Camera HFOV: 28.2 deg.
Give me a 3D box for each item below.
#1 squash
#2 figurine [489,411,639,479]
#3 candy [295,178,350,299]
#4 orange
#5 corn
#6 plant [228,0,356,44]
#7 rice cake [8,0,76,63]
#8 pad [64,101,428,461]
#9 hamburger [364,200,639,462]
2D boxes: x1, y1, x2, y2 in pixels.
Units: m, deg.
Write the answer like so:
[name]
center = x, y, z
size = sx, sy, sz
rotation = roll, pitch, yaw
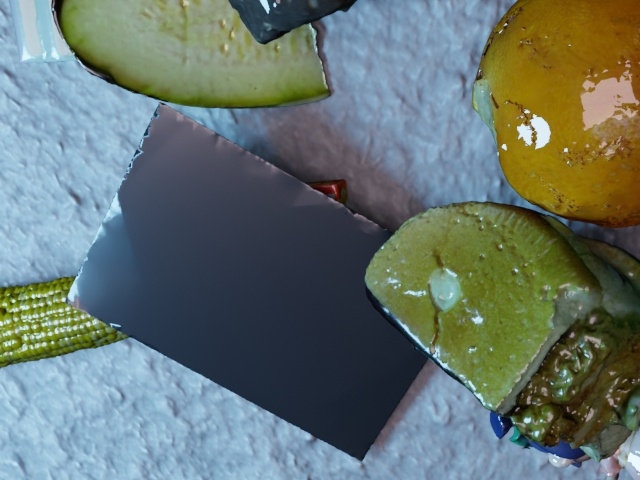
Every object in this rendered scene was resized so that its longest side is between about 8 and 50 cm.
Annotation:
[squash]
center = -0.132, -0.220, 1.267
size = 0.204, 0.155, 0.237
rotation = -18, 94, 20
[figurine]
center = 0.271, 0.179, 1.258
size = 0.195, 0.102, 0.112
rotation = 20, 72, 15
[candy]
center = 0.000, 0.000, 1.329
size = 0.062, 0.038, 0.122
rotation = -4, 100, 16
[orange]
center = 0.256, -0.129, 1.130
size = 0.239, 0.240, 0.240
rotation = 3, 102, 15
[corn]
center = -0.338, 0.095, 1.419
size = 0.319, 0.097, 0.097
rotation = -11, 97, 16
[plant]
center = -0.048, -0.359, 1.192
size = 0.181, 0.194, 0.321
rotation = -12, 105, 52
[rice cake]
center = -0.304, -0.296, 1.356
size = 0.080, 0.042, 0.222
rotation = -6, 100, 15
[pad]
center = -0.056, 0.050, 1.318
size = 0.367, 0.007, 0.248
rotation = 28, 109, -4
[hamburger]
center = 0.194, 0.063, 1.161
size = 0.192, 0.167, 0.288
rotation = -50, 53, 5
